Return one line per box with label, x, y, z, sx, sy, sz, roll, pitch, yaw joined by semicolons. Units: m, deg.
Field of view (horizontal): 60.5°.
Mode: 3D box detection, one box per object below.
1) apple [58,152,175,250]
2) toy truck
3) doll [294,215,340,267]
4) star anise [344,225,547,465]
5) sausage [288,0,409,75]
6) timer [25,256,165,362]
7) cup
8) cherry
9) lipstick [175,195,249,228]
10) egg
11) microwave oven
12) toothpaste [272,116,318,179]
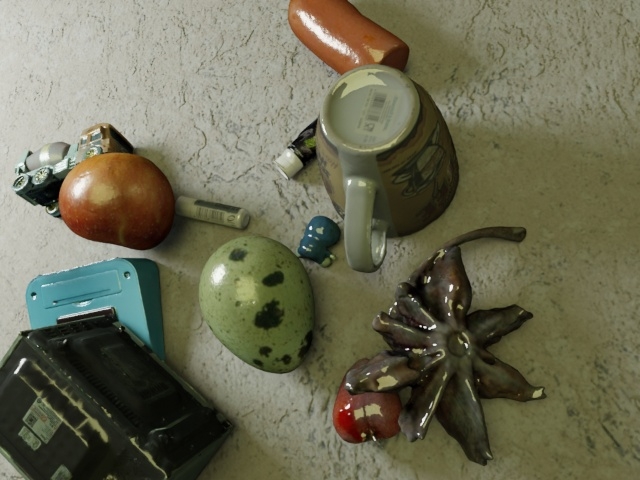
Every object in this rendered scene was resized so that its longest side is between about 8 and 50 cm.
apple;-0.350;-0.072;0.969;0.201;0.201;0.162;13;90;18
toy truck;-0.496;-0.148;1.091;0.257;0.108;0.140;-19;57;12
doll;0.000;0.000;0.941;0.076;0.050;0.083;24;80;16
star anise;0.193;0.155;0.806;0.359;0.139;0.316;-13;81;-16
sausage;0.036;-0.377;1.008;0.113;0.113;0.259;-46;69;-1
timer;-0.400;0.168;1.002;0.232;0.091;0.250;-12;84;11
cup;0.081;-0.106;0.840;0.227;0.257;0.301;9;79;20
cherry;0.075;0.250;0.828;0.106;0.087;0.126;10;59;19
lipstick;-0.200;-0.052;1.014;0.141;0.040;0.040;12;78;19
egg;-0.095;0.102;0.869;0.177;0.177;0.228;-26;80;7
microwave oven;-0.314;0.267;0.827;0.295;0.237;0.181;39;98;13
toothpaste;-0.004;-0.192;1.002;0.193;0.045;0.071;-42;68;-6
